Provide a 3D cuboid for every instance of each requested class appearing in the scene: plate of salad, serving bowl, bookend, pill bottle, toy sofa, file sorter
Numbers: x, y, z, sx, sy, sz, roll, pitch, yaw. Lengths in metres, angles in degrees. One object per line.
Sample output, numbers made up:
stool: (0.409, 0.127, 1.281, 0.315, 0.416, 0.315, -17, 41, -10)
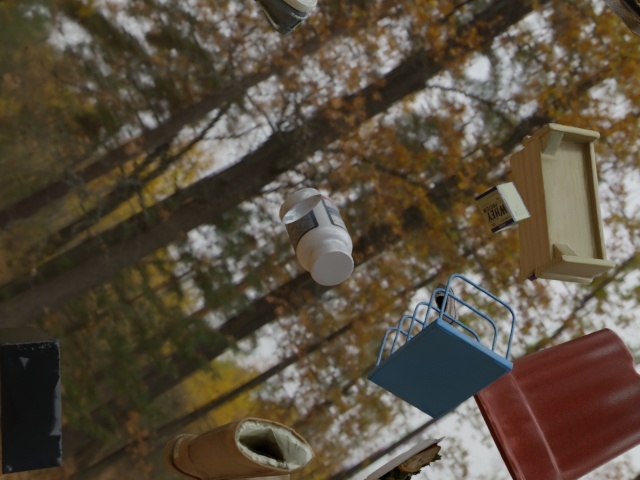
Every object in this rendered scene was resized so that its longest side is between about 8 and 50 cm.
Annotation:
plate of salad: (0.152, 0.423, 1.797, 0.048, 0.200, 0.200, 57, -15, 15)
serving bowl: (-0.038, -0.064, 1.659, 0.027, 0.083, 0.083, 55, -16, 15)
bookend: (-0.380, 0.195, 1.229, 0.156, 0.072, 0.157, 2, -86, 62)
pill bottle: (0.000, 0.000, 1.836, 0.180, 0.108, 0.108, -112, -177, -52)
toy sofa: (0.571, -0.080, 2.315, 0.177, 0.150, 0.362, 137, -44, -61)
file sorter: (0.166, 0.142, 1.309, 0.118, 0.104, 0.170, 32, -44, -11)

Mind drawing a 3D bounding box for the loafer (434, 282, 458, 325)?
loafer: (0.279, 0.138, 2.200, 0.039, 0.045, 0.125, 31, 30, -29)

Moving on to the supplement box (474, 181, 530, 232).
supplement box: (0.371, -0.068, 1.984, 0.056, 0.083, 0.083, -32, -100, 35)

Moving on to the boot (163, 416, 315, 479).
boot: (-0.091, 0.339, 1.473, 0.269, 0.236, 0.089, -26, -129, 53)

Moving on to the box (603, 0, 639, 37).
box: (0.490, -0.384, 1.537, 0.175, 0.051, 0.220, 41, 16, -14)

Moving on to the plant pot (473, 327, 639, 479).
plant pot: (0.426, 0.294, 1.697, 0.272, 0.265, 0.272, -25, 90, -88)

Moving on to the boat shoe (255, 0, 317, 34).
boat shoe: (-0.159, -0.513, 1.858, 0.319, 0.116, 0.099, 36, -52, -4)
